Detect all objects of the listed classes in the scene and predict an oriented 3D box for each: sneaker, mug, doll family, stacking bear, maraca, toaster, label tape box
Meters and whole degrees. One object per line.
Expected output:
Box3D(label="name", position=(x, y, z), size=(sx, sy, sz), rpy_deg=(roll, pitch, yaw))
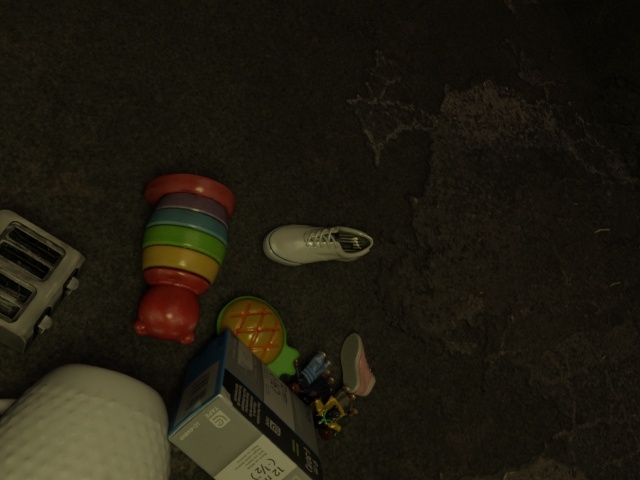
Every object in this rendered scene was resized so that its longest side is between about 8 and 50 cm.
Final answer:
Box3D(label="sneaker", position=(0.082, 0.271, 1.253), size=(0.070, 0.051, 0.134), rpy_deg=(35, 43, -39))
Box3D(label="mug", position=(-0.396, 0.344, 0.799), size=(0.374, 0.276, 0.328), rpy_deg=(11, 56, 4))
Box3D(label="doll family", position=(0.000, 0.316, 1.167), size=(0.111, 0.076, 0.193), rpy_deg=(-36, 88, -33))
Box3D(label="sneaker", position=(0.000, 0.000, 1.277), size=(0.258, 0.091, 0.094), rpy_deg=(-2, 72, -34))
Box3D(label="stacking bear", position=(-0.255, 0.040, 1.062), size=(0.175, 0.164, 0.289), rpy_deg=(18, 67, -26))
Box3D(label="maraca", position=(-0.120, 0.193, 1.114), size=(0.127, 0.099, 0.186), rpy_deg=(-35, 89, -21))
Box3D(label="toaster", position=(-0.492, 0.059, 0.923), size=(0.185, 0.110, 0.168), rpy_deg=(36, 55, -16))
Box3D(label="label tape box", position=(-0.079, 0.339, 0.977), size=(0.115, 0.249, 0.348), rpy_deg=(-43, 104, 5))
